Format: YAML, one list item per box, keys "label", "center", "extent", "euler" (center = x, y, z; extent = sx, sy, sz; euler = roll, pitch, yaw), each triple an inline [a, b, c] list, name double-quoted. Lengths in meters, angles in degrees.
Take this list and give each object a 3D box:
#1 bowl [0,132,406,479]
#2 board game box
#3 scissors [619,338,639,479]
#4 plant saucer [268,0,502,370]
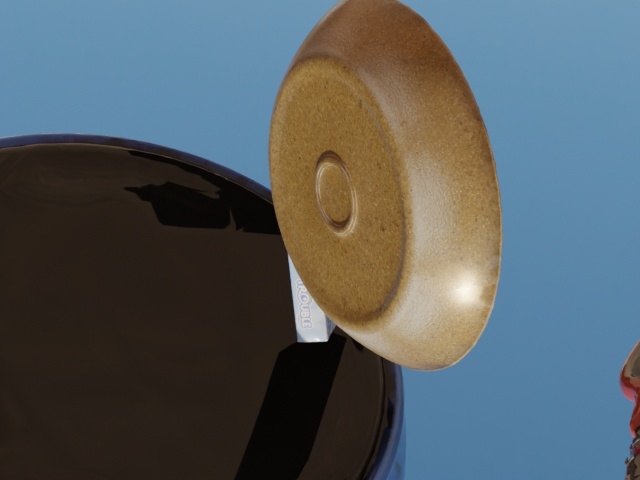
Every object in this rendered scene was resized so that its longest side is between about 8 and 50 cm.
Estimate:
- label: "bowl"
  center: [-0.136, 0.083, 0.974]
  extent: [0.391, 0.077, 0.391]
  euler: [8, -136, -7]
- label: "board game box"
  center: [0.000, 0.000, 0.934]
  extent: [0.020, 0.090, 0.090]
  euler: [-2, -164, 12]
- label: "scissors"
  center: [0.194, 0.119, 0.996]
  extent: [0.109, 0.021, 0.297]
  euler: [-15, -156, 45]
- label: "plant saucer"
  center: [0.009, -0.011, 0.357]
  extent: [0.015, 0.083, 0.083]
  euler: [-13, -150, -28]
